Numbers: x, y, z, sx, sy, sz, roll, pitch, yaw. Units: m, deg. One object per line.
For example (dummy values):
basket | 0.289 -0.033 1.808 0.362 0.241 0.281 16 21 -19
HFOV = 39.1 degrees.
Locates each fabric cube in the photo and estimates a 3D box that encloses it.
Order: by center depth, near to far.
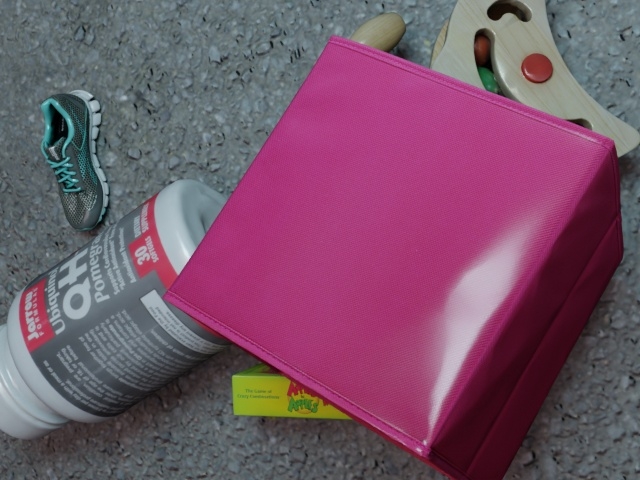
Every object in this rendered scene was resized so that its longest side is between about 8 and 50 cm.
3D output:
fabric cube | 0.080 0.032 0.764 0.254 0.259 0.258 26 79 27

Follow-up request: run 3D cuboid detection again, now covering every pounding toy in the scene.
pounding toy | 0.169 -0.151 0.884 0.269 0.155 0.154 42 76 3

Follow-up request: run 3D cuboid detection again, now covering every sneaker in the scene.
sneaker | -0.293 -0.092 1.040 0.065 0.076 0.166 -8 90 20

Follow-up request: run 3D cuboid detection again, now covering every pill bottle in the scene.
pill bottle | -0.218 0.086 0.969 0.318 0.176 0.176 -33 82 17

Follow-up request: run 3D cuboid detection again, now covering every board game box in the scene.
board game box | 0.010 0.155 0.938 0.181 0.092 0.043 -1 92 19
